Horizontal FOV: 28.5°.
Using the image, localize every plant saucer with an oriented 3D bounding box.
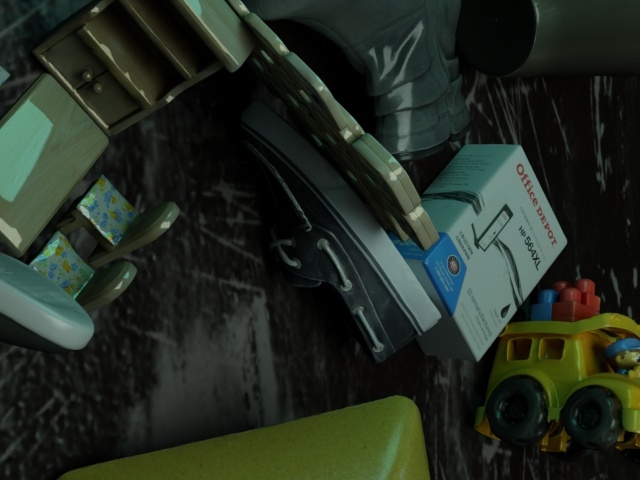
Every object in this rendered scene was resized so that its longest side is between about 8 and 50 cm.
[{"bbox_3d":[-0.041,0.333,1.097,0.333,0.081,0.332,-12,102,-8],"label":"plant saucer"}]

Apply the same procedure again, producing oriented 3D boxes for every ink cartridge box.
[{"bbox_3d":[0.167,0.009,1.385,0.203,0.086,0.148,-48,122,-30],"label":"ink cartridge box"}]

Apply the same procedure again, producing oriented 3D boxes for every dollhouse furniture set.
[{"bbox_3d":[-0.179,-0.097,0.949,0.212,0.161,0.242,49,42,-20],"label":"dollhouse furniture set"}]

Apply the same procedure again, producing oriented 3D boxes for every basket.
[{"bbox_3d":[0.269,-0.268,1.429,0.227,0.154,0.204,-18,103,-38],"label":"basket"}]

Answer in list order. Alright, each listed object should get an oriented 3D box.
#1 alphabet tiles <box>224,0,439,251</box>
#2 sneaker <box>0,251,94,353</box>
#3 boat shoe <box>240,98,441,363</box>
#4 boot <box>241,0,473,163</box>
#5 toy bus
[{"bbox_3d":[-0.001,-0.110,1.090,0.021,0.284,0.278,-40,148,-4],"label":"alphabet tiles"},{"bbox_3d":[-0.299,0.057,0.852,0.104,0.296,0.146,29,82,-75],"label":"sneaker"},{"bbox_3d":[0.000,0.000,1.223,0.102,0.108,0.301,-39,119,-3],"label":"boat shoe"},{"bbox_3d":[0.055,-0.176,1.230,0.338,0.118,0.222,-18,105,-49],"label":"boot"},{"bbox_3d":[0.304,0.143,1.439,0.149,0.220,0.211,25,69,-44],"label":"toy bus"}]
